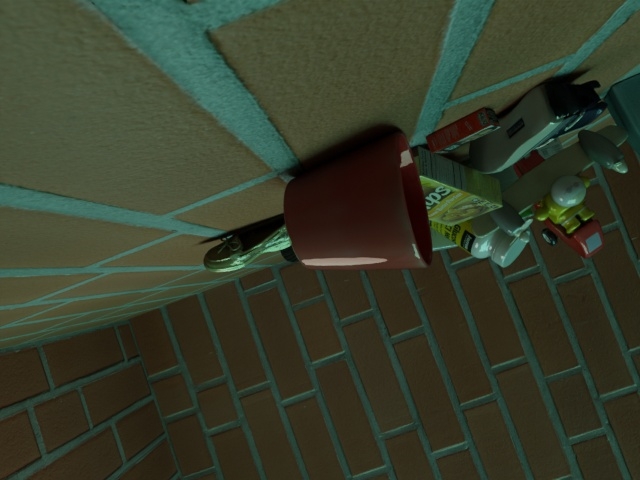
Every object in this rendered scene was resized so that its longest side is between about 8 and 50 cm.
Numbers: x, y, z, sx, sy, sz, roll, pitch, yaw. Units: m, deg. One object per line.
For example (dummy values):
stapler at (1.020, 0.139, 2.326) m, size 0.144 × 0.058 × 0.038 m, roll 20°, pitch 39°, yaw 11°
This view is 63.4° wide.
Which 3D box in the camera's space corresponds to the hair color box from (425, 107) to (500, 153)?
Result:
hair color box at (0.310, -0.236, 1.131) m, size 0.141 × 0.043 × 0.072 m, roll -24°, pitch 173°, yaw 36°

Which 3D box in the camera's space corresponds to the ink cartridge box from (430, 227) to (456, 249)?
ink cartridge box at (0.348, -0.063, 1.932) m, size 0.306 × 0.226 × 0.131 m, roll -8°, pitch 173°, yaw -4°

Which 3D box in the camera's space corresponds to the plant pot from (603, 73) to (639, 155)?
plant pot at (0.958, -0.341, 1.412) m, size 0.247 × 0.252 × 0.247 m, roll -21°, pitch 176°, yaw 23°

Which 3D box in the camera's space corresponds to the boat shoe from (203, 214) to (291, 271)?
boat shoe at (-0.208, 0.002, 1.502) m, size 0.285 × 0.104 × 0.089 m, roll -24°, pitch 139°, yaw -16°

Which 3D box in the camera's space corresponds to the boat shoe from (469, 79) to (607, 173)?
boat shoe at (0.488, -0.250, 1.187) m, size 0.158 × 0.127 × 0.340 m, roll -11°, pitch 173°, yaw -15°

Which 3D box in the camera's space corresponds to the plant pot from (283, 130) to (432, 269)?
plant pot at (0.075, -0.056, 1.035) m, size 0.243 × 0.275 × 0.275 m, roll -13°, pitch 178°, yaw 20°

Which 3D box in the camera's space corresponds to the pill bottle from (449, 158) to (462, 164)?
pill bottle at (0.383, -0.187, 1.576) m, size 0.119 × 0.119 × 0.208 m, roll -22°, pitch 176°, yaw 24°

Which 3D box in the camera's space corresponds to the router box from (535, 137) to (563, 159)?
router box at (0.739, -0.297, 2.078) m, size 0.335 × 0.082 × 0.301 m, roll -18°, pitch 175°, yaw -27°

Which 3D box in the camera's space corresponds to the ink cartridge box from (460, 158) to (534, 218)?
ink cartridge box at (0.616, -0.183, 1.781) m, size 0.188 × 0.255 × 0.097 m, roll -24°, pitch 175°, yaw 43°

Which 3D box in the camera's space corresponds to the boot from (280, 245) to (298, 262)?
boot at (0.009, -0.020, 2.000) m, size 0.222 × 0.118 × 0.338 m, roll -20°, pitch 179°, yaw -45°

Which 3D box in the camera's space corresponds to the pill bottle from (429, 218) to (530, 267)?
pill bottle at (0.506, -0.061, 1.716) m, size 0.188 × 0.334 × 0.188 m, roll -32°, pitch 144°, yaw -28°

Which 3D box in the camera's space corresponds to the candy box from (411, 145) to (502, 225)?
candy box at (0.301, -0.131, 1.353) m, size 0.316 × 0.088 × 0.183 m, roll 12°, pitch 156°, yaw -34°

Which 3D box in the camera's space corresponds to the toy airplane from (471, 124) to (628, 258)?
toy airplane at (0.651, -0.161, 1.465) m, size 0.384 × 0.386 × 0.272 m, roll 11°, pitch -175°, yaw 3°
